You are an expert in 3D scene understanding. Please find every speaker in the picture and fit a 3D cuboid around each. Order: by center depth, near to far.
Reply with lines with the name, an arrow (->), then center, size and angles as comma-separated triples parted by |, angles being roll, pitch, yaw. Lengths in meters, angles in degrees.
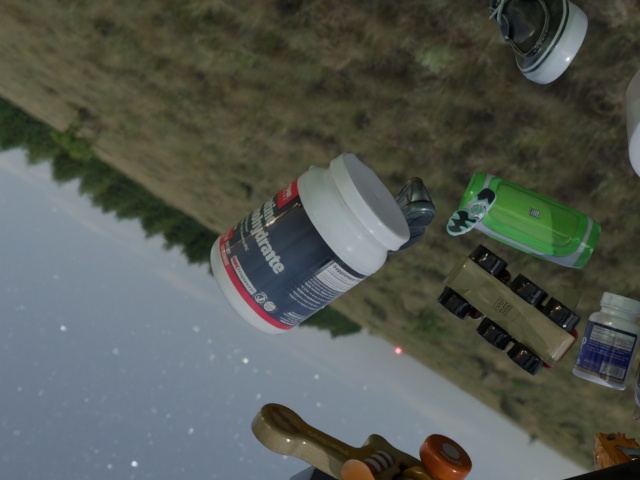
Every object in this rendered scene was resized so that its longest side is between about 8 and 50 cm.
speaker -> 0.460, -0.045, 1.962 | 0.297, 0.131, 0.131 | 23, 177, 3

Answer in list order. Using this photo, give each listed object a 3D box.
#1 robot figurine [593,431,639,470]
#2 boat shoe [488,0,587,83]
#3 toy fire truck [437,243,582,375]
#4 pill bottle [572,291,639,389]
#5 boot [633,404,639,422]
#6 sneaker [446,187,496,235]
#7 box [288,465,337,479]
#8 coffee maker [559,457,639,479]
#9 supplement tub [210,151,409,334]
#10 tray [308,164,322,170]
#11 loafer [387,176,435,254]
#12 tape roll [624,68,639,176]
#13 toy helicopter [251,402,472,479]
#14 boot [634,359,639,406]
robot figurine -> 0.432, 0.390, 1.152 | 0.085, 0.211, 0.291 | -1, -157, -9
boat shoe -> 0.303, -0.339, 1.325 | 0.119, 0.121, 0.335 | 28, -152, -14
toy fire truck -> 0.338, 0.106, 1.477 | 0.217, 0.158, 0.246 | 38, -175, 21
pill bottle -> 0.609, 0.208, 1.851 | 0.112, 0.186, 0.112 | 18, 179, 0
boot -> 0.760, 0.281, 1.696 | 0.211, 0.295, 0.104 | 29, -176, 3
sneaker -> 0.236, -0.035, 1.391 | 0.038, 0.098, 0.069 | 48, 170, 14
box -> -0.029, 0.554, 1.555 | 0.143, 0.270, 0.165 | 32, 149, -6
coffee maker -> 0.287, 0.244, 0.795 | 0.120, 0.178, 0.171 | -101, -9, -67
supplement tub -> -0.018, 0.006, 1.385 | 0.191, 0.272, 0.191 | 46, -160, -22
tray -> 0.000, 0.000, 1.713 | 0.145, 0.270, 0.030 | 15, -172, -36
loafer -> 0.178, -0.048, 1.886 | 0.096, 0.084, 0.267 | -1, 159, -16
tape roll -> 0.721, -0.230, 1.711 | 0.246, 0.169, 0.246 | 8, 135, 8
toy helicopter -> 0.057, 0.350, 1.294 | 0.355, 0.140, 0.235 | 29, -159, -6
boot -> 0.597, 0.144, 1.469 | 0.112, 0.305, 0.115 | 28, 164, 16
